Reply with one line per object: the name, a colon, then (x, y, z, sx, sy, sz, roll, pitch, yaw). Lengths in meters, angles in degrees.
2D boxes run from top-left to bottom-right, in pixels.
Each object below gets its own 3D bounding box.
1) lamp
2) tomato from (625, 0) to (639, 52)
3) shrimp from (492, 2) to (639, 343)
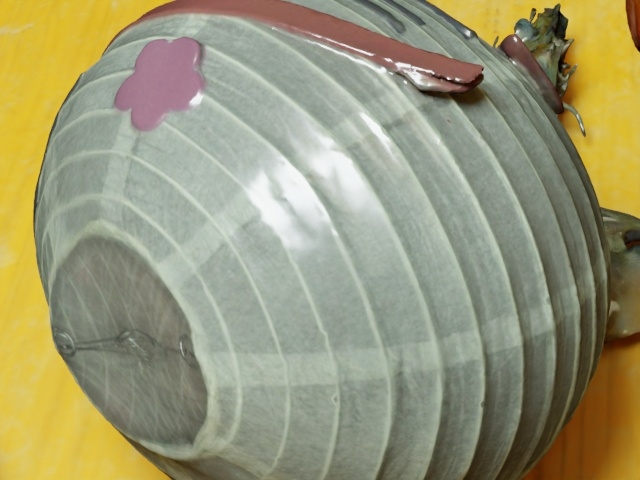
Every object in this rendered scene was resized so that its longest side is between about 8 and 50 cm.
lamp: (0.000, 0.000, 0.674, 0.265, 0.233, 0.233, 14, 51, 40)
tomato: (0.265, -0.108, 0.755, 0.309, 0.170, 0.309, 3, 81, -20)
shrimp: (0.143, -0.038, 0.803, 0.150, 0.051, 0.217, 5, 54, 5)
